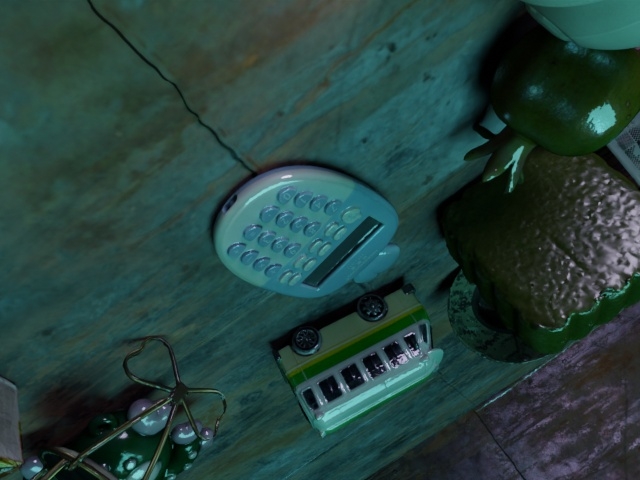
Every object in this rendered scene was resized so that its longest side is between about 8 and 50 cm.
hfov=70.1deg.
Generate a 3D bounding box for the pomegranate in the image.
[{"bbox_3d":[0.258,-0.146,0.521,0.131,0.152,0.191,-55,174,-48],"label":"pomegranate"}]

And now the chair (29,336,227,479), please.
[{"bbox_3d":[-0.280,0.297,0.555,0.170,0.160,0.325,-35,-166,43],"label":"chair"}]

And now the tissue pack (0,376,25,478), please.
[{"bbox_3d":[-0.409,0.216,0.472,0.149,0.106,0.099,-24,145,-12],"label":"tissue pack"}]

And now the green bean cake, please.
[{"bbox_3d":[0.340,0.004,0.674,0.247,0.249,0.156,-37,145,4],"label":"green bean cake"}]

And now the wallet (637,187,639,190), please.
[{"bbox_3d":[0.627,-0.066,0.886,0.406,0.062,0.228,-24,154,-39],"label":"wallet"}]

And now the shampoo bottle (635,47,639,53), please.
[{"bbox_3d":[0.392,-0.208,0.613,0.236,0.067,0.068,-32,146,0],"label":"shampoo bottle"}]

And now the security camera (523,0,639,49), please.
[{"bbox_3d":[0.238,-0.246,0.339,0.236,0.194,0.194,1,134,-42],"label":"security camera"}]

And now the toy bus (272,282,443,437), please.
[{"bbox_3d":[0.074,0.208,0.797,0.276,0.164,0.133,-24,146,-11],"label":"toy bus"}]

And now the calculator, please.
[{"bbox_3d":[0.000,0.000,0.585,0.188,0.042,0.303,-46,143,18],"label":"calculator"}]

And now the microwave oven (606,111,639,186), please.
[{"bbox_3d":[0.543,-0.182,0.644,0.162,0.122,0.208,-25,166,-37],"label":"microwave oven"}]

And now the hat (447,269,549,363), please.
[{"bbox_3d":[0.387,0.122,0.950,0.266,0.265,0.128,-34,177,3],"label":"hat"}]

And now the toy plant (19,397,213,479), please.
[{"bbox_3d":[-0.300,0.334,0.697,0.233,0.112,0.243,-35,136,-6],"label":"toy plant"}]
